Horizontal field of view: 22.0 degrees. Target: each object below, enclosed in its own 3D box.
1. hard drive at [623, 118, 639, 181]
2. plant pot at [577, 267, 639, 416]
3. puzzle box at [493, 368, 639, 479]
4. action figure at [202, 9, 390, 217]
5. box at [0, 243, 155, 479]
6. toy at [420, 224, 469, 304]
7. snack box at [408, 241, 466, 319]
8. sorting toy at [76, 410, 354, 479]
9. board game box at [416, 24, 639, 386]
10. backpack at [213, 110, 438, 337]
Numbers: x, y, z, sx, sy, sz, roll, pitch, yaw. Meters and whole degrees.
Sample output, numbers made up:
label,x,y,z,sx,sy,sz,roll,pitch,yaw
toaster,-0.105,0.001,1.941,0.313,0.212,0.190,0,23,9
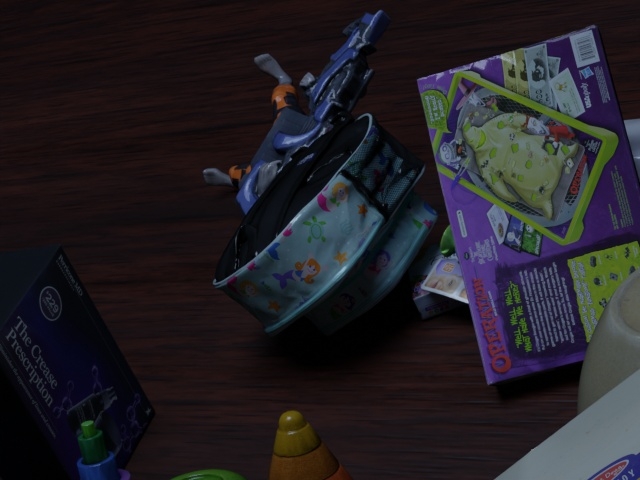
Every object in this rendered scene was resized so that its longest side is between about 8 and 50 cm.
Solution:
label,x,y,z,sx,sy,sz,roll,pitch,yaw
hard drive,0.416,-0.104,1.850,0.353,0.047,0.233,-5,13,18
plant pot,0.354,0.121,1.511,0.284,0.191,0.284,-20,30,12
puzzle box,0.325,0.152,1.273,0.409,0.052,0.272,-38,21,6
action figure,0.004,-0.146,2.229,0.341,0.178,0.330,-54,38,0
box,-0.314,0.164,1.876,0.103,0.261,0.184,-9,34,26
toy,0.235,0.023,1.835,0.237,0.056,0.137,17,59,38
snack box,0.175,0.032,1.942,0.141,0.037,0.100,-20,29,8
sorting toy,-0.121,0.233,1.722,0.365,0.126,0.127,-2,19,33
board game box,0.240,-0.036,1.757,0.208,0.347,0.056,-14,-12,12
backpack,0.000,0.000,1.943,0.225,0.191,0.253,-35,9,45
